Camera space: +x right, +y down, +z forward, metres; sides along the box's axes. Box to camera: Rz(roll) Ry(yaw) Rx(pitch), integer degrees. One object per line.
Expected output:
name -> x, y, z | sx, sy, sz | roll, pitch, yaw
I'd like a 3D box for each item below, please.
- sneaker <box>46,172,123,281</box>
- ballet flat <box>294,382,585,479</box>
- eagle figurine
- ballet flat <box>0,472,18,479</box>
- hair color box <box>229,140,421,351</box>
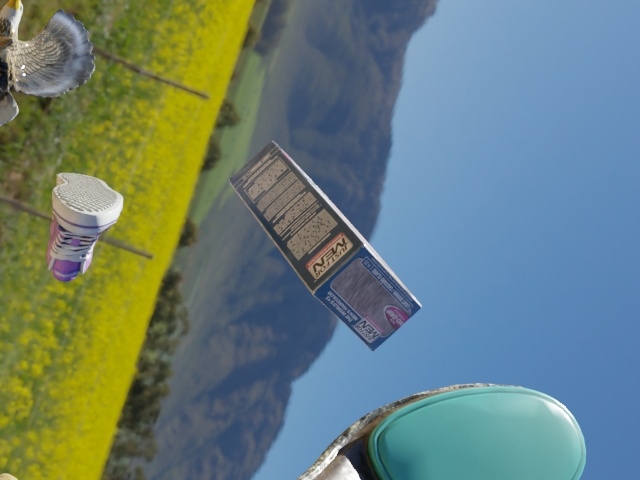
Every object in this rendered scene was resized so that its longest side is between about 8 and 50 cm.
sneaker -> -0.362, -0.005, 1.468 | 0.282, 0.102, 0.161 | -143, -115, -74
ballet flat -> 0.028, 0.246, 0.809 | 0.482, 0.164, 0.182 | -16, 159, -45
eagle figurine -> -0.540, -0.323, 1.677 | 0.225, 0.226, 0.298 | -39, -177, 6
ballet flat -> -0.540, 0.534, 1.831 | 0.080, 0.232, 0.073 | -54, 175, 14
hair color box -> 0.000, 0.000, 1.502 | 0.105, 0.174, 0.347 | -42, -140, 3
